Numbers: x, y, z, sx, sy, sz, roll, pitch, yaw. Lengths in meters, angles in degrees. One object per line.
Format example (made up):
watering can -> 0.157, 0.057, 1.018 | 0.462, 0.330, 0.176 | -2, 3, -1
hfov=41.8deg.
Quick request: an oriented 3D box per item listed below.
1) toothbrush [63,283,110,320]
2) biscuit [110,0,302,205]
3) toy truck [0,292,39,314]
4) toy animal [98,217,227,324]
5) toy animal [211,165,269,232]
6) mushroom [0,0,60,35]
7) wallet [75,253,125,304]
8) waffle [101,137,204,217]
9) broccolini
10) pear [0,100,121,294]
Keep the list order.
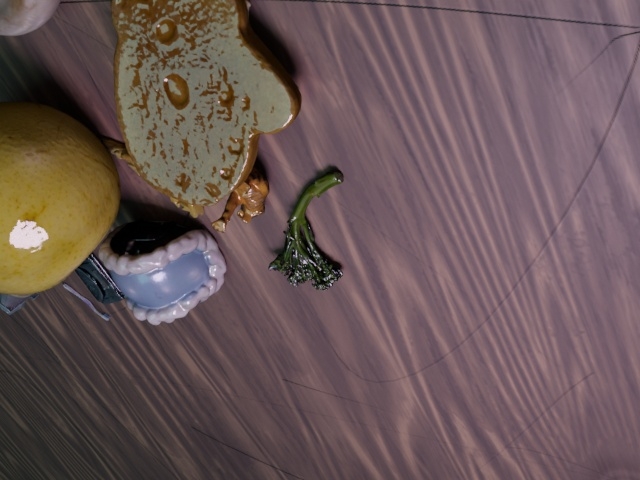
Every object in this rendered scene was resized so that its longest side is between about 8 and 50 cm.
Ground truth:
toothbrush -> -0.534, 0.140, 1.911 | 0.131, 0.013, 0.011 | 38, 130, -1
biscuit -> -0.163, -0.218, 1.203 | 0.287, 0.057, 0.343 | 4, 113, 18
toy truck -> -0.622, 0.054, 1.788 | 0.108, 0.140, 0.256 | 37, 141, -1
toy animal -> -0.299, 0.059, 1.556 | 0.208, 0.156, 0.204 | 6, 132, 29
toy animal -> -0.162, -0.138, 1.333 | 0.114, 0.116, 0.255 | -26, 105, 26
mushroom -> -0.501, -0.396, 1.200 | 0.243, 0.243, 0.243 | 19, 138, 19
wallet -> -0.484, 0.085, 1.811 | 0.088, 0.026, 0.129 | -11, 122, 41
waffle -> -0.301, -0.111, 1.495 | 0.191, 0.032, 0.125 | 16, 139, 25
broccolini -> 0.001, -0.006, 1.371 | 0.123, 0.062, 0.271 | 24, 137, -1
pear -> -0.516, -0.073, 1.434 | 0.348, 0.348, 0.348 | 19, 138, 19
